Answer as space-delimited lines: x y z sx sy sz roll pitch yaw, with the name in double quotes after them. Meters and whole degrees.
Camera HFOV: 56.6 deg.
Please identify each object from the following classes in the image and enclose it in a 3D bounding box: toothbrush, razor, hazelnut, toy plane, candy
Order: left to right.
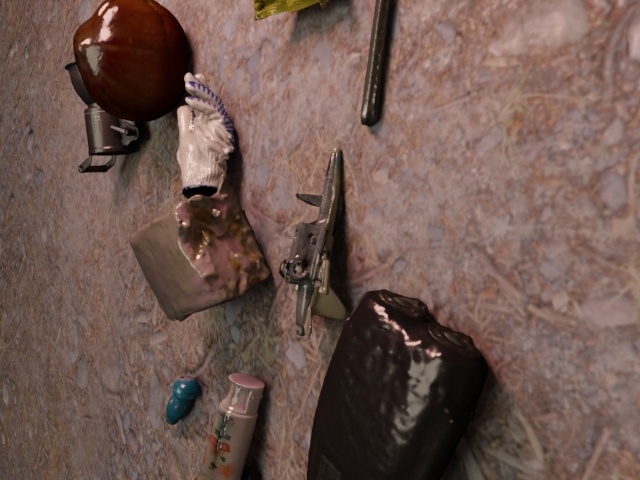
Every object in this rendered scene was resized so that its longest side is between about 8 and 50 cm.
-0.358 -0.336 1.111 0.229 0.229 0.229 0 90 49 "hazelnut"
-0.196 0.018 0.950 0.195 0.137 0.185 -21 94 47 "candy"
-0.011 -0.001 0.803 0.192 0.088 0.262 163 109 -76 "toy plane"
0.070 0.233 0.692 0.189 0.107 0.327 33 115 46 "razor"
0.076 -0.293 0.744 0.030 0.030 0.297 -141 56 -72 "toothbrush"

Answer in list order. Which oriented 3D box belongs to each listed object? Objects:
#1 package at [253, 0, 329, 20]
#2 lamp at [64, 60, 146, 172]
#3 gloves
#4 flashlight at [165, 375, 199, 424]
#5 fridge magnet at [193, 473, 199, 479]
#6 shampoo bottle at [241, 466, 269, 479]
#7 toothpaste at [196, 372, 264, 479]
-0.031 -0.420 0.818 0.168 0.090 0.226 7 93 47 "package"
-0.460 -0.271 1.305 0.172 0.147 0.227 -5 95 26 "lamp"
-0.201 -0.178 1.015 0.119 0.097 0.229 -12 82 33 "gloves"
-0.267 0.308 1.130 0.051 0.051 0.129 54 130 34 "flashlight"
-0.198 0.481 1.038 0.143 0.063 0.143 -2 88 52 "fridge magnet"
-0.127 0.396 0.982 0.137 0.027 0.048 -3 88 49 "shampoo bottle"
-0.161 0.376 0.959 0.100 0.066 0.323 19 96 31 "toothpaste"
